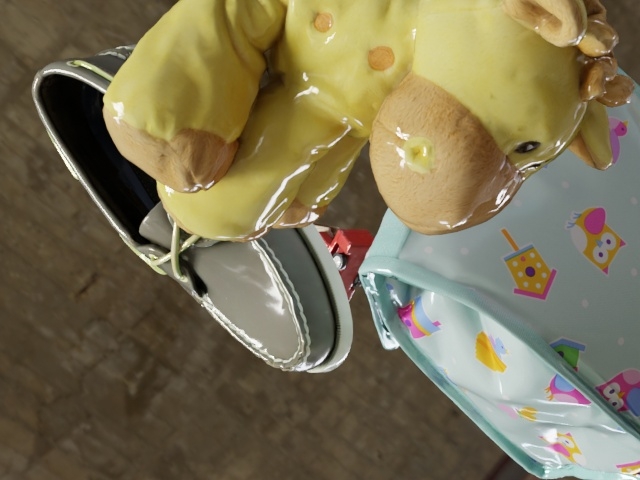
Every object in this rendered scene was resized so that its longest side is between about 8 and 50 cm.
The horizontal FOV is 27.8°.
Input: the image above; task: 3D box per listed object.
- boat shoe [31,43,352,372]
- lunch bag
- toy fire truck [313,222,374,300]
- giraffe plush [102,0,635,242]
[{"bbox_3d":[-0.096,-0.020,0.917,0.091,0.305,0.109,-13,-33,-48],"label":"boat shoe"},{"bbox_3d":[0.153,0.007,0.855,0.262,0.160,0.223,40,-115,-25],"label":"lunch bag"},{"bbox_3d":[0.000,0.000,1.450,0.047,0.135,0.192,1,-51,-39],"label":"toy fire truck"},{"bbox_3d":[0.039,-0.072,0.552,0.181,0.170,0.210,-10,-55,-60],"label":"giraffe plush"}]
